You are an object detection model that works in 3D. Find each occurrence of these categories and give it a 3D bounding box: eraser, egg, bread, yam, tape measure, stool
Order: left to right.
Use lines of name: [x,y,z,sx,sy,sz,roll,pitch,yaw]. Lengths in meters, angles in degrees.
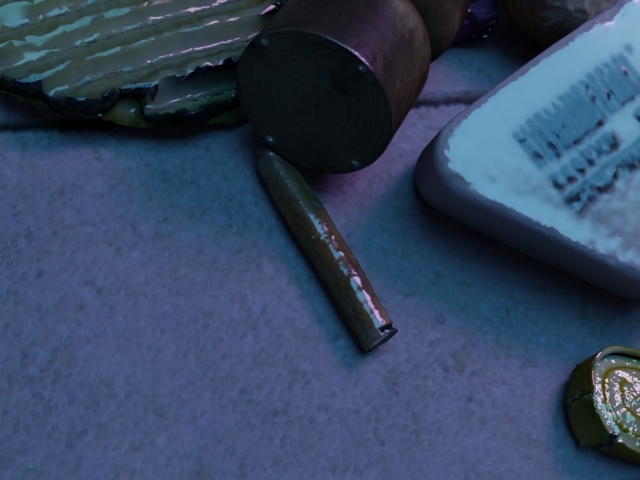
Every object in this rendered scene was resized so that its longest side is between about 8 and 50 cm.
yam: [0.000,0.000,0.988,0.046,0.046,0.264,-22,69,-24]
stool: [0.043,-0.220,1.019,0.179,0.179,0.264,30,49,2]
tape measure: [0.167,-0.306,1.181,0.118,0.074,0.125,-23,72,-25]
egg: [0.322,-0.338,1.162,0.245,0.203,0.203,-4,61,-45]
eraser: [0.304,-0.122,1.025,0.331,0.150,0.332,1,81,-5]
bread: [0.338,0.178,0.971,0.156,0.064,0.118,21,63,-5]

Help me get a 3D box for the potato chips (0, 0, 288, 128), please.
potato chips: [-0.224,-0.268,1.066,0.429,0.070,0.359,-23,67,-25]
